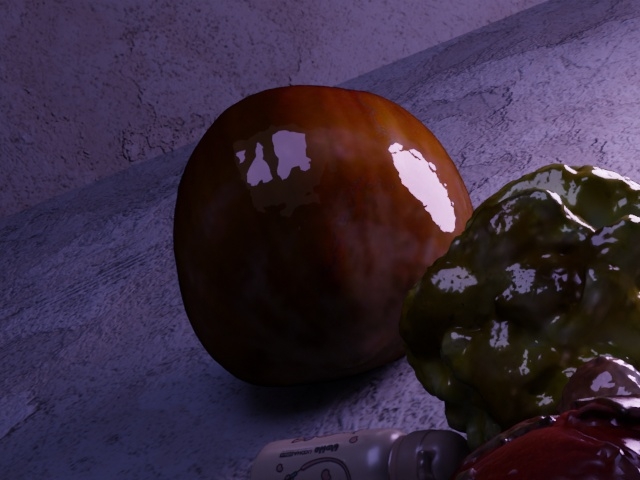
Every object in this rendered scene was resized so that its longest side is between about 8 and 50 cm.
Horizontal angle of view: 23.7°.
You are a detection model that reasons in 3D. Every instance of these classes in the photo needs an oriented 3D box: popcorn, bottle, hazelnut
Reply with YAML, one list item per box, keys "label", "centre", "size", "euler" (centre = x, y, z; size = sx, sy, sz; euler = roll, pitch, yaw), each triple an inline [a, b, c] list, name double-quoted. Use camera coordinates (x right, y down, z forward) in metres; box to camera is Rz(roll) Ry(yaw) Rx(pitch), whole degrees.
- label: "popcorn"
  centre: [0.225, 0.076, 1.319]
  size: [0.282, 0.282, 0.247]
  euler: [-8, -7, 39]
- label: "bottle"
  centre: [0.047, 0.224, 1.402]
  size: [0.209, 0.097, 0.110]
  euler: [-11, -20, 31]
- label: "hazelnut"
  centre: [-0.003, -0.007, 1.758]
  size: [0.366, 0.366, 0.366]
  euler: [-22, 19, 8]

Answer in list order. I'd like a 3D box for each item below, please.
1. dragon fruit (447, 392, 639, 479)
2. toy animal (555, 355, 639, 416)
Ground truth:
- label: "dragon fruit"
  centre: [0.188, 0.230, 0.933]
  size: [0.277, 0.277, 0.342]
  euler: [-26, -18, -3]
- label: "toy animal"
  centre: [0.205, 0.187, 1.160]
  size: [0.184, 0.185, 0.104]
  euler: [-21, 21, 11]
